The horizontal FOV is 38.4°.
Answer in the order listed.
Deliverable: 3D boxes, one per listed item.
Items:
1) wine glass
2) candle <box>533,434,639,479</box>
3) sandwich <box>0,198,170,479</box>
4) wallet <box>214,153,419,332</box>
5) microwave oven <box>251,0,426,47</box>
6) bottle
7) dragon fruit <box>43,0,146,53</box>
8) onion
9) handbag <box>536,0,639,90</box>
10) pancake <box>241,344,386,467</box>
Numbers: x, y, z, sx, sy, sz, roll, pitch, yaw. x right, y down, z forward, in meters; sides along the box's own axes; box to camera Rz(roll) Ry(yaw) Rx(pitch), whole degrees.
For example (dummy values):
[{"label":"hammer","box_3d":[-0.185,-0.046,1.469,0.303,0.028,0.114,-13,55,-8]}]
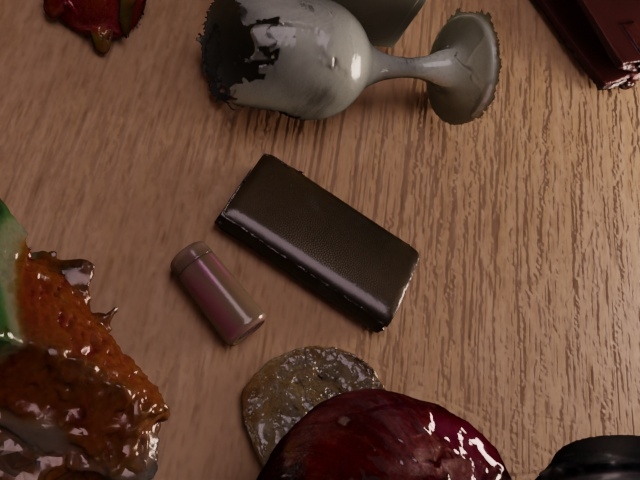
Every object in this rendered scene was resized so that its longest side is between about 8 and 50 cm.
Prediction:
[{"label":"wine glass","box_3d":[0.034,-0.197,0.998,0.321,0.143,0.143,-1,62,-25]},{"label":"candle","box_3d":[0.260,0.348,0.733,0.221,0.221,0.342,23,55,-13]},{"label":"sandwich","box_3d":[-0.244,0.085,0.666,0.301,0.162,0.250,31,56,-4]},{"label":"wallet","box_3d":[0.000,0.000,0.927,0.198,0.031,0.110,33,51,-5]},{"label":"microwave oven","box_3d":[0.014,-0.317,1.043,0.205,0.163,0.129,-1,63,-29]},{"label":"bottle","box_3d":[-0.095,0.048,0.841,0.045,0.045,0.096,-32,77,-37]},{"label":"dragon fruit","box_3d":[-0.230,-0.270,0.950,0.112,0.068,0.126,29,51,-9]},{"label":"onion","box_3d":[0.049,0.240,0.702,0.246,0.190,0.246,15,57,-24]},{"label":"handbag","box_3d":[0.429,-0.352,1.339,0.260,0.084,0.275,-14,69,-36]},{"label":"pancake","box_3d":[-0.001,0.161,0.832,0.152,0.025,0.151,13,58,-21]}]
